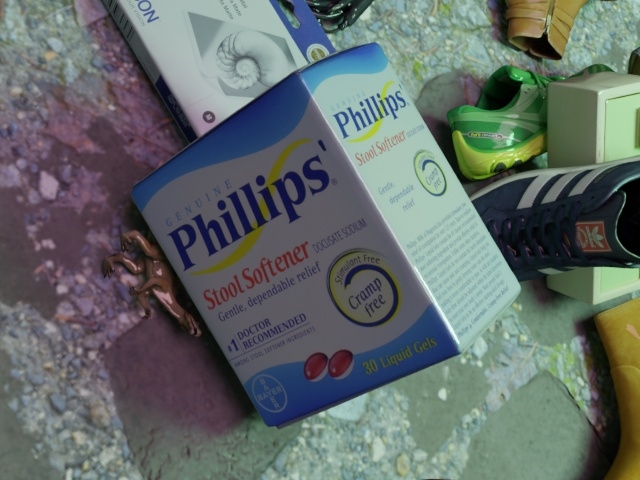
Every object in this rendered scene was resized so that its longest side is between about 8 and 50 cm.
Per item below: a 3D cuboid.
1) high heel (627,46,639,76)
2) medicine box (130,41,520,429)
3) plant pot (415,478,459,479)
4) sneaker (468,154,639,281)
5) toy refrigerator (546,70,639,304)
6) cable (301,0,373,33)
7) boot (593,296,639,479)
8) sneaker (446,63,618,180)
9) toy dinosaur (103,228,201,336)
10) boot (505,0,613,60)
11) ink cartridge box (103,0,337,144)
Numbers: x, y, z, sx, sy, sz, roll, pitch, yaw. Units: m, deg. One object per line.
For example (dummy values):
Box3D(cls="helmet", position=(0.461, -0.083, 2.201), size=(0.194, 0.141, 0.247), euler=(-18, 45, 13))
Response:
Box3D(cls="high heel", position=(0.402, -0.124, 1.343), size=(0.186, 0.093, 0.261), euler=(23, 96, -44))
Box3D(cls="medicine box", position=(0.000, 0.000, 1.018), size=(0.149, 0.263, 0.289), euler=(-34, 94, -51))
Box3D(cls="plant pot", position=(0.087, 0.341, 1.038), size=(0.191, 0.174, 0.191), euler=(9, 71, -26))
Box3D(cls="sneaker", position=(0.289, -0.015, 1.163), size=(0.148, 0.350, 0.131), euler=(-59, 128, -67))
Box3D(cls="toy refrigerator", position=(0.350, -0.065, 1.279), size=(0.102, 0.094, 0.269), euler=(-14, 111, -29))
Box3D(cls="cable", position=(0.014, -0.351, 1.279), size=(0.150, 0.047, 0.184), euler=(41, 65, -8))
Box3D(cls="boot", position=(0.396, 0.191, 1.308), size=(0.295, 0.104, 0.211), euler=(-24, 83, -37))
Box3D(cls="sneaker", position=(0.284, -0.181, 1.337), size=(0.295, 0.109, 0.123), euler=(-28, 94, -32))
Box3D(cls="toy dinosaur", position=(-0.174, 0.019, 1.069), size=(0.092, 0.053, 0.183), euler=(5, 65, -46))
Box3D(cls="boot", position=(0.340, -0.321, 1.434), size=(0.197, 0.073, 0.152), euler=(10, 70, -14))
Box3D(cls="ink cartridge box", position=(-0.099, -0.239, 1.153), size=(0.224, 0.045, 0.223), euler=(-31, 87, -25))
